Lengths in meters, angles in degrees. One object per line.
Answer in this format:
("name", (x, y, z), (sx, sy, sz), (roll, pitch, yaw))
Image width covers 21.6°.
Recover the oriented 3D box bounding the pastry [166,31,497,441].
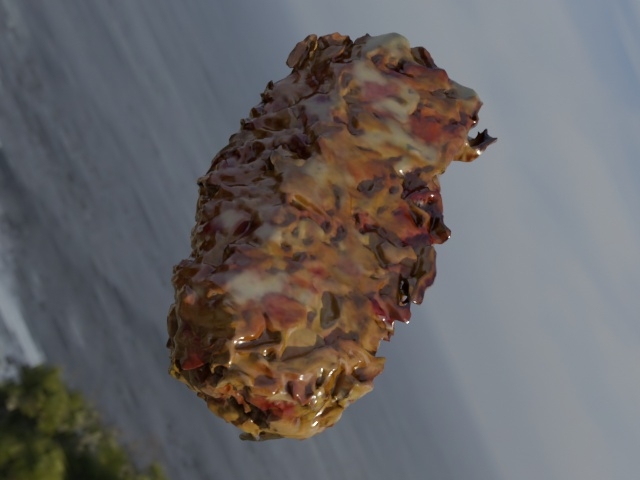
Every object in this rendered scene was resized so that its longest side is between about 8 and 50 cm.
("pastry", (-0.002, -0.001, 0.572), (0.063, 0.087, 0.169), (112, 4, -48))
